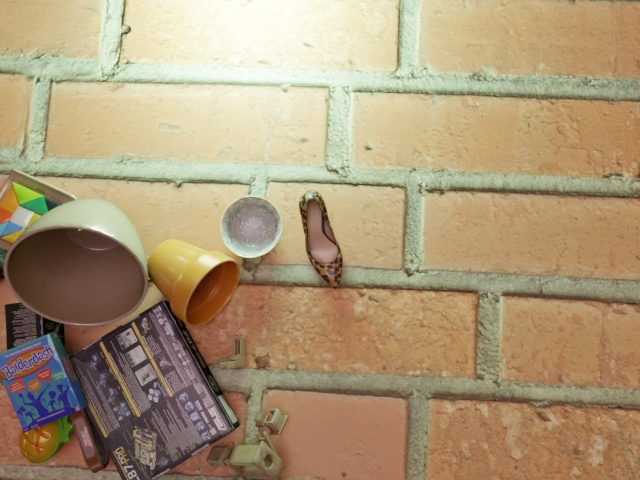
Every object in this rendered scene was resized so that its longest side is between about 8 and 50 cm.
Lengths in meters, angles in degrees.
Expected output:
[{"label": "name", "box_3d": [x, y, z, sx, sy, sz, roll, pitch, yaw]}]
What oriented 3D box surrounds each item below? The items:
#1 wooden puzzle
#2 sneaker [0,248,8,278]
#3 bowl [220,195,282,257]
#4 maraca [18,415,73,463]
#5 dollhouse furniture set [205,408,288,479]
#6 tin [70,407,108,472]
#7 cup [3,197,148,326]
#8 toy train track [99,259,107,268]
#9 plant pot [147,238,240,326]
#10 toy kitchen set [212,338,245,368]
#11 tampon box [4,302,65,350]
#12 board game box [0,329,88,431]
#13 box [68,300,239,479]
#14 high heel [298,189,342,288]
[{"label": "wooden puzzle", "box_3d": [-0.840, -0.060, 1.616, 0.221, 0.044, 0.238, 24, 84, 5]}, {"label": "sneaker", "box_3d": [-0.893, 0.092, 1.567, 0.228, 0.087, 0.130, 14, 98, 12]}, {"label": "bowl", "box_3d": [-0.185, -0.033, 1.568, 0.170, 0.080, 0.170, 0, 83, 2]}, {"label": "maraca", "box_3d": [-0.719, 0.509, 1.500, 0.186, 0.099, 0.127, -34, 64, 15]}, {"label": "dollhouse furniture set", "box_3d": [-0.178, 0.543, 1.514, 0.182, 0.161, 0.101, -15, 122, 37]}, {"label": "tin", "box_3d": [-0.608, 0.514, 1.502, 0.040, 0.106, 0.189, -21, 83, -14]}, {"label": "cup", "box_3d": [-0.605, 0.025, 1.477, 0.331, 0.331, 0.237, -11, 38, 1]}, {"label": "toy train track", "box_3d": [-0.631, 0.089, 1.604, 0.048, 0.014, 0.083, 37, 80, 13]}, {"label": "plant pot", "box_3d": [-0.352, 0.094, 1.511, 0.188, 0.205, 0.205, 31, 85, 21]}, {"label": "toy kitchen set", "box_3d": [-0.256, 0.306, 1.536, 0.068, 0.083, 0.075, -9, 79, 43]}, {"label": "tampon box", "box_3d": [-0.767, 0.247, 1.534, 0.101, 0.120, 0.161, -6, 83, 0]}, {"label": "board game box", "box_3d": [-0.710, 0.356, 1.443, 0.160, 0.047, 0.210, -23, 92, 1]}, {"label": "box", "box_3d": [-0.448, 0.407, 1.511, 0.318, 0.097, 0.395, -32, 81, -3]}, {"label": "high heel", "box_3d": [0.000, 0.000, 1.502, 0.093, 0.186, 0.261, -16, 82, 0]}]
